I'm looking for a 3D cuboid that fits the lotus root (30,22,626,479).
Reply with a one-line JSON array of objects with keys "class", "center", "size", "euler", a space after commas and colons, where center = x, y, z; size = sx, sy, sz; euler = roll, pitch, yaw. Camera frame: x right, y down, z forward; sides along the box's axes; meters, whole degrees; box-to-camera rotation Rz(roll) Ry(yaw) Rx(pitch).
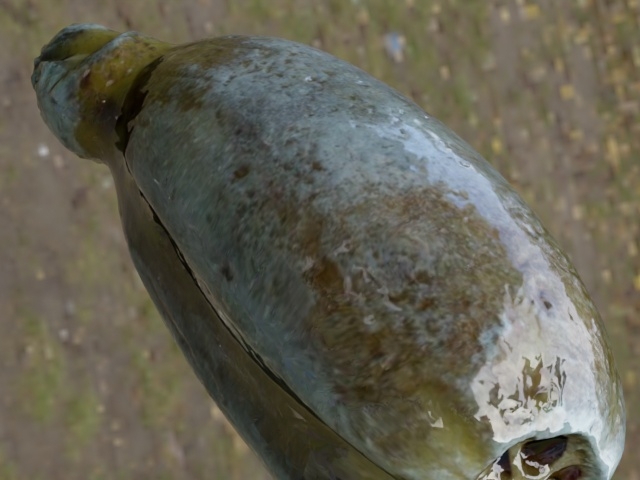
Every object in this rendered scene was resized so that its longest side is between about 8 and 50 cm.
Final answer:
[{"class": "lotus root", "center": [0.000, 0.000, 0.804], "size": [0.322, 0.140, 0.158], "euler": [48, -27, 33]}]
